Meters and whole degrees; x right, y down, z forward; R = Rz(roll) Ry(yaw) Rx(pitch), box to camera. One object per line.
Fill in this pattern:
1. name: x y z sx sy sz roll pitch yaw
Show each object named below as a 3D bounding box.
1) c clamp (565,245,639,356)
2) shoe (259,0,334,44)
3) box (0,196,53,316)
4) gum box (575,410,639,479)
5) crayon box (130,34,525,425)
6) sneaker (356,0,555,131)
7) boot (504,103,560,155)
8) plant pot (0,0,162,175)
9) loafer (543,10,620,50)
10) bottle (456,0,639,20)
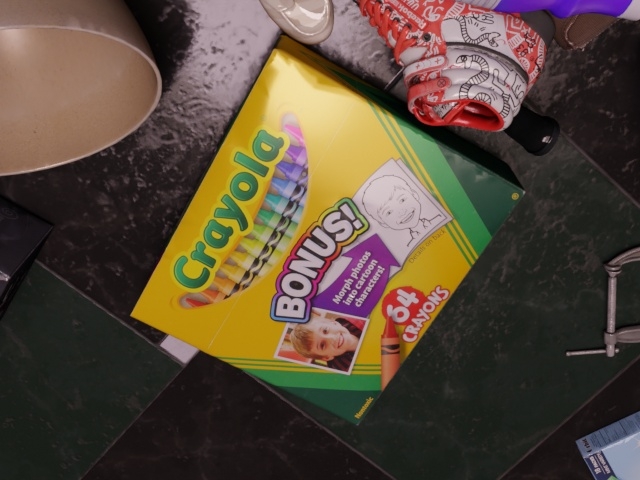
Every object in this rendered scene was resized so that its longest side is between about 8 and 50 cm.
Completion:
1. c clamp: 0.392 0.080 1.043 0.137 0.022 0.161 -1 112 0
2. shoe: -0.053 -0.304 0.861 0.076 0.058 0.219 -27 110 10
3. box: -0.455 0.080 0.954 0.143 0.165 0.270 31 108 -12
4. gum box: 0.472 0.304 1.124 0.184 0.041 0.157 -28 110 11
5. crayon box: 0.000 0.000 0.955 0.313 0.106 0.363 27 112 -12
6. sneaker: 0.097 -0.213 0.838 0.270 0.090 0.145 25 75 0
7. boot: 0.200 -0.141 0.901 0.099 0.121 0.045 23 109 -17
8. plant pot: -0.320 -0.209 0.811 0.284 0.284 0.191 -20 74 7
9. loafer: 0.382 -0.309 0.839 0.365 0.134 0.130 -20 115 18
10. bottle: 0.169 -0.268 0.751 0.282 0.118 0.092 12 79 -3
